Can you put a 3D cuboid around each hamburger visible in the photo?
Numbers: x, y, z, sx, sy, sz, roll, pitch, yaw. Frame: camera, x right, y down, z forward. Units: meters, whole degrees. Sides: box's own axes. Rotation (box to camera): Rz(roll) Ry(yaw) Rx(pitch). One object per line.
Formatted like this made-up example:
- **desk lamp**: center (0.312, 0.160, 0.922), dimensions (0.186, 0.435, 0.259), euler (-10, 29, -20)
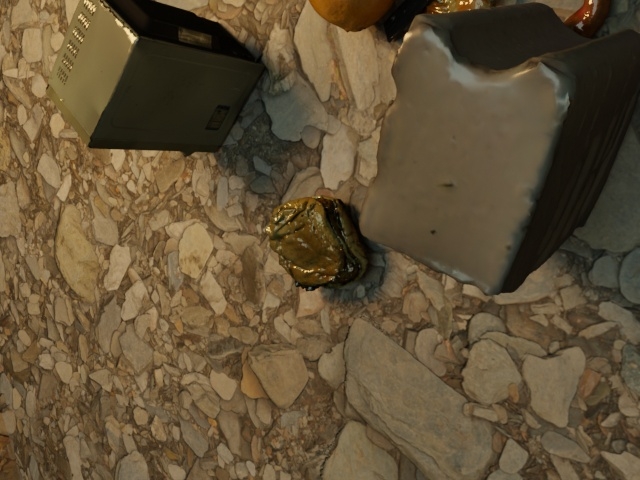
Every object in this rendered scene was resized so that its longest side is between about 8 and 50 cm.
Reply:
- **hamburger**: center (0.000, 0.000, 1.275), dimensions (0.183, 0.130, 0.206), euler (-19, 103, 37)

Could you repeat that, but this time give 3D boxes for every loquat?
- **loquat**: center (0.059, -0.498, 1.121), dimensions (0.176, 0.187, 0.234), euler (18, 113, 41)

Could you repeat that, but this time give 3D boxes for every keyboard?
- **keyboard**: center (0.169, -0.429, 1.133), dimensions (0.155, 0.010, 0.053), euler (-37, 51, 45)

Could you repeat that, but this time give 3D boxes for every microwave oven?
- **microwave oven**: center (-0.349, -0.355, 1.326), dimensions (0.218, 0.355, 0.286), euler (47, 120, 23)

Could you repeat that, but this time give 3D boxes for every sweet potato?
- **sweet potato**: center (0.401, -0.318, 0.979), dimensions (0.058, 0.055, 0.202), euler (19, 109, 1)

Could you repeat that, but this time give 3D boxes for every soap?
- **soap**: center (0.255, -0.123, 0.842), dimensions (0.213, 0.435, 0.350), euler (30, 122, 26)

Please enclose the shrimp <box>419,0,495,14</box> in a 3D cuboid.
- **shrimp**: center (0.219, -0.363, 1.107), dimensions (0.154, 0.062, 0.294), euler (38, 113, 40)
